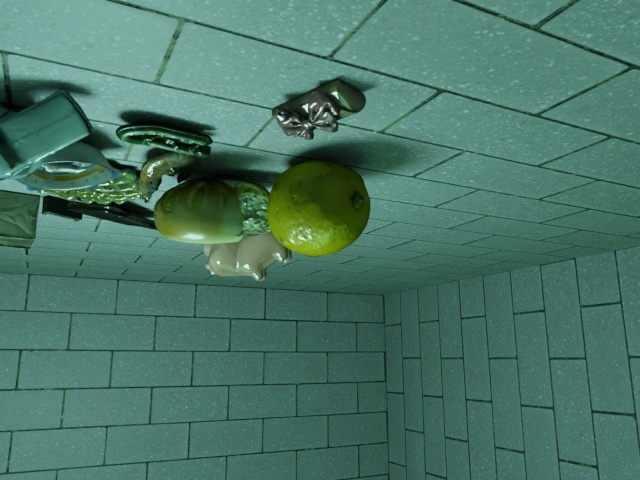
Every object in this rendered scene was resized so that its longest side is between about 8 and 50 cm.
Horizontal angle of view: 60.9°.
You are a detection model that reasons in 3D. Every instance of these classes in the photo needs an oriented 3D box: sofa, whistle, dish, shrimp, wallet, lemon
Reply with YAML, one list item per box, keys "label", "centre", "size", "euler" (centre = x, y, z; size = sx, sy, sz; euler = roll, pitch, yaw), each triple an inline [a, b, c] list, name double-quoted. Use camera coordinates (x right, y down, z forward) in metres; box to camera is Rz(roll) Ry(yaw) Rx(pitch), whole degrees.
- label: "sofa"
  centre: [-0.824, -0.101, 1.742]
  size: [0.039, 0.060, 0.118]
  euler: [-15, 161, 38]
- label: "whistle"
  centre: [-0.604, -0.213, 1.096]
  size: [0.289, 0.163, 0.163]
  euler: [-27, 166, -1]
- label: "dish"
  centre: [-0.606, -0.185, 1.275]
  size: [0.228, 0.086, 0.236]
  euler: [-17, 168, 35]
- label: "shrimp"
  centre: [-0.409, -0.161, 1.429]
  size: [0.143, 0.052, 0.251]
  euler: [-6, 165, -35]
- label: "wallet"
  centre: [-0.675, -0.082, 1.814]
  size: [0.165, 0.042, 0.309]
  euler: [5, 172, 18]
- label: "lemon"
  centre: [-0.010, -0.083, 1.407]
  size: [0.260, 0.260, 0.284]
  euler: [11, -168, -41]

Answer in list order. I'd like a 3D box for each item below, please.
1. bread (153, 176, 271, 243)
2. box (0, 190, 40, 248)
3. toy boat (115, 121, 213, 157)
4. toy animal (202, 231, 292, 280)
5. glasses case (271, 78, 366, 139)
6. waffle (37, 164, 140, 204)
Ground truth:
- label: "bread"
  centre: [-0.290, -0.091, 1.480]
  size: [0.333, 0.160, 0.333]
  euler: [1, -168, 0]
- label: "box"
  centre: [-1.008, -0.067, 1.680]
  size: [0.231, 0.155, 0.149]
  euler: [9, 164, -32]
- label: "toy boat"
  centre: [-0.343, -0.226, 1.204]
  size: [0.210, 0.052, 0.104]
  euler: [7, 168, -33]
- label: "toy animal"
  centre: [-0.272, 0.025, 1.996]
  size: [0.326, 0.269, 0.237]
  euler: [-33, 167, -2]
- label: "glasses case"
  centre: [-0.017, -0.248, 1.068]
  size: [0.193, 0.070, 0.102]
  euler: [-12, 162, 42]
- label: "waffle"
  centre: [-0.634, -0.158, 1.501]
  size: [0.292, 0.056, 0.309]
  euler: [-10, 163, 39]
